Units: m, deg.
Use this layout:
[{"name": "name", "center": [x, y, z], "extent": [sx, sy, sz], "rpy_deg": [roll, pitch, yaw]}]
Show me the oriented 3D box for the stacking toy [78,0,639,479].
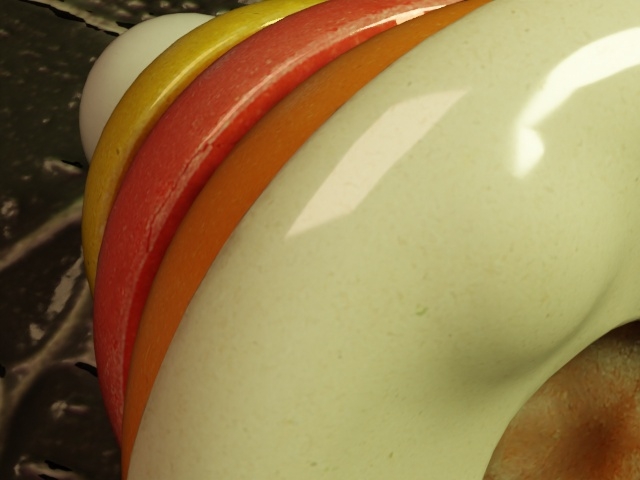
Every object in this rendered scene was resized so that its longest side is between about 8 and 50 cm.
[{"name": "stacking toy", "center": [0.000, 0.000, 0.701], "extent": [0.350, 0.350, 0.480], "rpy_deg": [-38, 37, -11]}]
